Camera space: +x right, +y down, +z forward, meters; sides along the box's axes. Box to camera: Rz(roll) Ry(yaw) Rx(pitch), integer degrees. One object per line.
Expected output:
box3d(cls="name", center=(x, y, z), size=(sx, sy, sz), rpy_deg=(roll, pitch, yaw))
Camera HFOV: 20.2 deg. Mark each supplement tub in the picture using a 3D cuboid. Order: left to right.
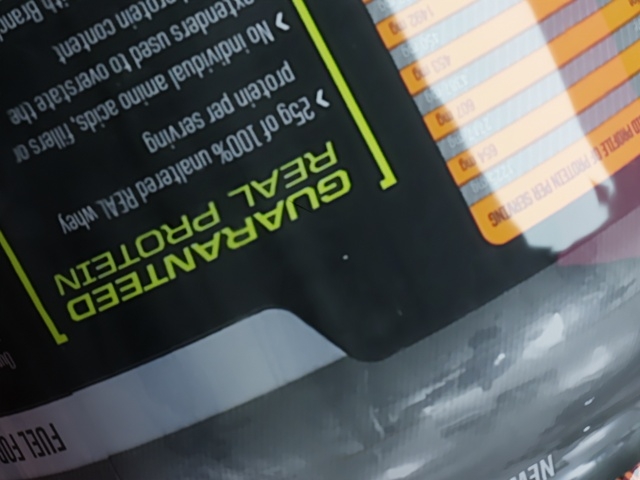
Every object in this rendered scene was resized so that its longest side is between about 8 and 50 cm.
box3d(cls="supplement tub", center=(-0.032, -0.070, 0.412), size=(0.338, 0.207, 0.207), rpy_deg=(63, 23, -9))
